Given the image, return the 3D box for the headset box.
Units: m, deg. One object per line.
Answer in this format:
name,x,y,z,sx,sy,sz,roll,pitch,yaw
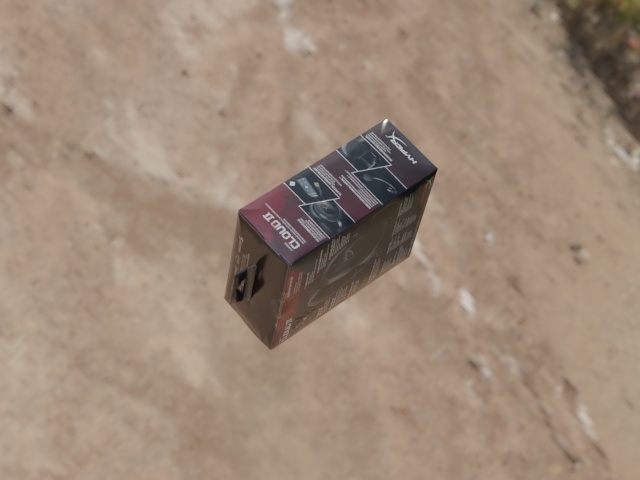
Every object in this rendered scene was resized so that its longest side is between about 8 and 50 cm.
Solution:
headset box,0.000,0.000,0.646,0.083,0.062,0.032,-32,66,-26
